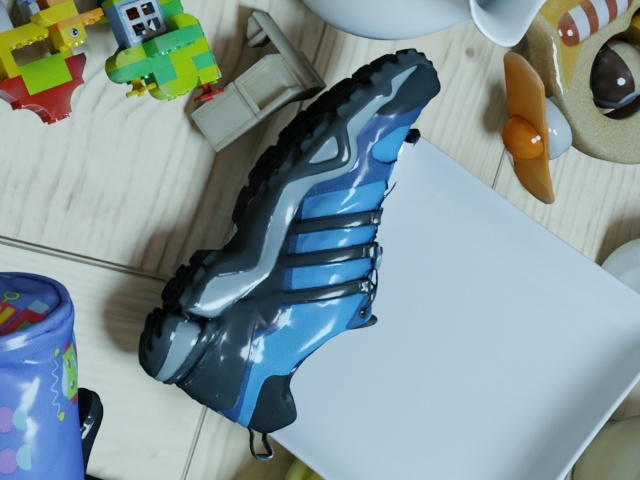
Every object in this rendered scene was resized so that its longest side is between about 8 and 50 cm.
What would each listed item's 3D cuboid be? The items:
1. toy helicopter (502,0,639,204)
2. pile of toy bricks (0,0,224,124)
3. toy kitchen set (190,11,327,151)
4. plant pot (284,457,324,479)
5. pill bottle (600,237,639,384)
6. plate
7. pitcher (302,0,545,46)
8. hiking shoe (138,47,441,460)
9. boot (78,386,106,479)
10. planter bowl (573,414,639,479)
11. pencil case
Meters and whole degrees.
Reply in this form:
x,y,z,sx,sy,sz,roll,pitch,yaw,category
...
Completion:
x,y,z,sx,sy,sz,roll,pitch,yaw,category
0.193,-0.179,1.100,0.355,0.140,0.235,32,90,-32,toy helicopter
-0.099,-0.134,0.822,0.212,0.118,0.105,-27,101,-32,pile of toy bricks
-0.052,-0.117,0.944,0.068,0.075,0.083,55,20,2,toy kitchen set
0.073,0.312,1.049,0.254,0.254,0.239,-13,127,-39,plant pot
0.418,0.059,1.327,0.272,0.152,0.152,-8,107,-40,pill bottle
0.086,0.086,1.001,0.278,0.277,0.045,-48,166,-20,plate
0.088,-0.214,0.914,0.177,0.207,0.125,-38,125,-28,pitcher
0.000,0.000,0.940,0.132,0.113,0.304,39,87,-15,hiking shoe
-0.164,0.172,0.913,0.099,0.045,0.121,35,86,-40,boot
0.332,0.248,1.334,0.162,0.109,0.162,-13,110,-39,planter bowl
-0.210,0.172,0.799,0.133,0.119,0.306,3,108,4,pencil case
